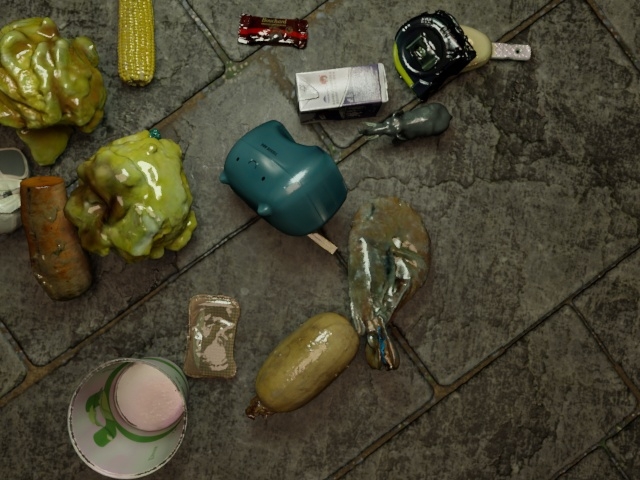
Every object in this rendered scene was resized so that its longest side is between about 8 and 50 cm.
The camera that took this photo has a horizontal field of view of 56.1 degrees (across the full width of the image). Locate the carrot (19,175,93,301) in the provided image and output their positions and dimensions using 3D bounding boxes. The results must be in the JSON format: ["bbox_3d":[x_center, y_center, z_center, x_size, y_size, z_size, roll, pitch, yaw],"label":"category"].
[{"bbox_3d":[-0.632,-0.002,1.434,0.139,0.138,0.301,-3,110,-2],"label":"carrot"}]

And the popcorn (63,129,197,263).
[{"bbox_3d":[-0.442,-0.104,1.415,0.312,0.312,0.312,0,87,-2],"label":"popcorn"}]

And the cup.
[{"bbox_3d":[-0.415,0.379,1.390,0.253,0.274,0.253,0,89,-4],"label":"cup"}]

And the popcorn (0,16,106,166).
[{"bbox_3d":[-0.676,-0.357,1.412,0.326,0.290,0.321,-3,85,-21],"label":"popcorn"}]

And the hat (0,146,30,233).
[{"bbox_3d":[-0.819,-0.122,1.452,0.275,0.232,0.161,40,121,15],"label":"hat"}]

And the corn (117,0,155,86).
[{"bbox_3d":[-0.465,-0.514,1.516,0.093,0.093,0.244,-1,88,-2],"label":"corn"}]

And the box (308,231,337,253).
[{"bbox_3d":[0.000,0.000,1.491,0.090,0.133,0.023,38,90,1],"label":"box"}]

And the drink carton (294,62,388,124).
[{"bbox_3d":[0.048,-0.366,1.509,0.222,0.134,0.101,-6,88,-2],"label":"drink carton"}]

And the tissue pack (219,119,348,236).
[{"bbox_3d":[-0.095,-0.138,1.417,0.206,0.198,0.287,-42,50,-9],"label":"tissue pack"}]

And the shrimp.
[{"bbox_3d":[0.166,0.098,1.484,0.221,0.110,0.445,11,71,-12],"label":"shrimp"}]

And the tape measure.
[{"bbox_3d":[0.267,-0.471,1.507,0.199,0.112,0.186,-38,85,34],"label":"tape measure"}]

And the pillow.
[{"bbox_3d":[-0.275,0.243,1.520,0.135,0.034,0.211,3,86,0],"label":"pillow"}]

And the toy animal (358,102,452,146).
[{"bbox_3d":[0.208,-0.287,1.513,0.270,0.137,0.082,-12,91,-11],"label":"toy animal"}]

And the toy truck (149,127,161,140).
[{"bbox_3d":[-0.446,-0.254,1.530,0.083,0.044,0.039,-28,86,-3],"label":"toy truck"}]

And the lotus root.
[{"bbox_3d":[-0.047,0.316,1.458,0.343,0.169,0.151,-44,54,-6],"label":"lotus root"}]

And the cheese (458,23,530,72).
[{"bbox_3d":[0.423,-0.495,1.570,0.255,0.050,0.127,4,87,-2],"label":"cheese"}]

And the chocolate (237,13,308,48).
[{"bbox_3d":[-0.123,-0.546,1.563,0.182,0.028,0.086,6,85,0],"label":"chocolate"}]
